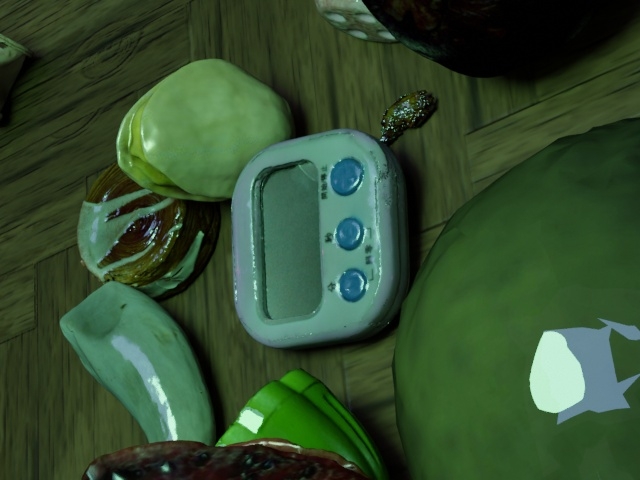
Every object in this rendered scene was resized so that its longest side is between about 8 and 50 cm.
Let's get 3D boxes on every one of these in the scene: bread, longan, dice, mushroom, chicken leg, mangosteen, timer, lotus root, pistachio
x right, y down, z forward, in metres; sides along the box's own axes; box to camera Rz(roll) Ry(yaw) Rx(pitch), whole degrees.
[{"bbox_3d":[-0.188,-0.015,1.718,0.160,0.073,0.160,-14,66,32],"label":"bread"},{"bbox_3d":[0.248,0.109,1.088,0.404,0.404,0.435,-30,54,26],"label":"longan"},{"bbox_3d":[0.055,-0.261,1.619,0.093,0.091,0.094,10,76,41],"label":"dice"},{"bbox_3d":[-0.168,0.157,1.608,0.118,0.103,0.270,-42,55,16],"label":"mushroom"},{"bbox_3d":[0.080,-0.120,1.583,0.083,0.021,0.036,-41,59,18],"label":"chicken leg"},{"bbox_3d":[0.157,-0.303,1.464,0.287,0.233,0.287,-162,90,-84],"label":"mangosteen"},{"bbox_3d":[0.000,0.000,1.549,0.191,0.069,0.208,-10,76,34],"label":"timer"},{"bbox_3d":[0.002,0.229,1.408,0.186,0.186,0.186,-17,61,33],"label":"lotus root"},{"bbox_3d":[-0.120,-0.112,1.629,0.117,0.201,0.145,-6,89,56],"label":"pistachio"}]

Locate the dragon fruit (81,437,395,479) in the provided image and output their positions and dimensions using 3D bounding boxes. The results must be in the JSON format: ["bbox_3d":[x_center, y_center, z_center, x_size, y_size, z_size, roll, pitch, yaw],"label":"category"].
[{"bbox_3d":[-0.022,0.305,1.321,0.228,0.329,0.286,-34,45,-25],"label":"dragon fruit"}]

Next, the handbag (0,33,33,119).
[{"bbox_3d":[-0.467,-0.211,1.968,0.205,0.179,0.116,12,85,43],"label":"handbag"}]
